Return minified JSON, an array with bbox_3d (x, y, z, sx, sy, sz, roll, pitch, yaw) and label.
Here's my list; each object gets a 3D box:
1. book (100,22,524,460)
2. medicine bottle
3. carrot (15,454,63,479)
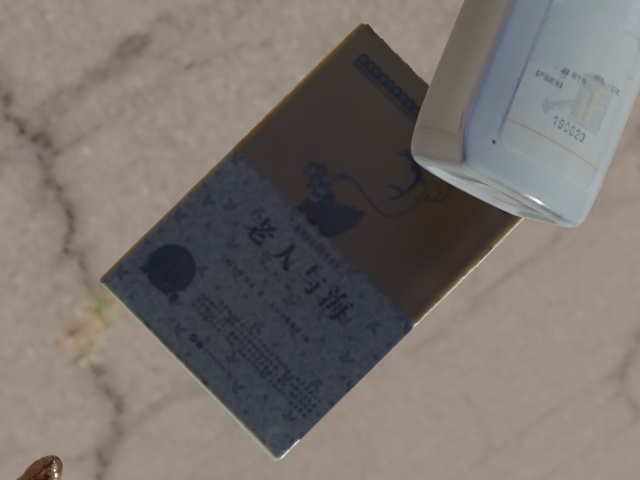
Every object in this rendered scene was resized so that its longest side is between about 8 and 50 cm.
[{"bbox_3d":[0.000,0.000,2.047,0.389,0.269,0.032,-46,177,-3],"label":"book"},{"bbox_3d":[0.187,-0.170,1.550,0.161,0.111,0.296,25,86,-37],"label":"medicine bottle"},{"bbox_3d":[-0.295,0.261,1.905,0.057,0.057,0.224,-11,154,-45],"label":"carrot"}]
